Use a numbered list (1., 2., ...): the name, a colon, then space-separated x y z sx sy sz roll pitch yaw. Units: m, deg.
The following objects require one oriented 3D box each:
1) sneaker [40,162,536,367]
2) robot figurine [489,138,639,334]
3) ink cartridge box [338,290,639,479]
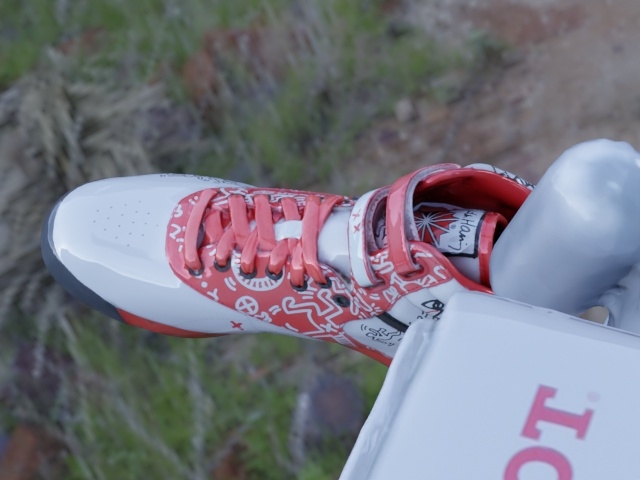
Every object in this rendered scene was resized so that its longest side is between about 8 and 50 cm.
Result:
1. sneaker: 0.001 -0.001 0.954 0.270 0.145 0.090 17 62 -6
2. robot figurine: 0.204 0.049 0.680 0.300 0.353 0.200 27 71 8
3. ink cartridge box: 0.130 0.157 0.343 0.306 0.131 0.226 14 44 15
